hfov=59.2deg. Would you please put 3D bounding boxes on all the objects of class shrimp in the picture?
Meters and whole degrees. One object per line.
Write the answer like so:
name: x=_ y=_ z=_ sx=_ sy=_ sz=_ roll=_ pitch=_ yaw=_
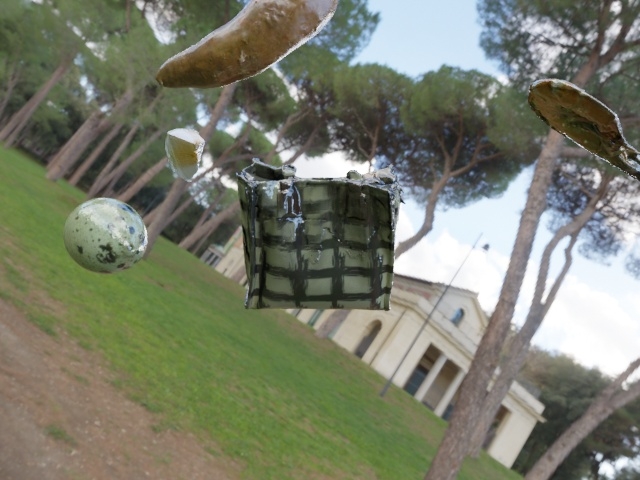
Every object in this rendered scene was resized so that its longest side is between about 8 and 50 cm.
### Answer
shrimp: x=0.547 y=-0.218 z=1.110 sx=0.317 sy=0.062 sz=0.164 roll=37 pitch=1 yaw=-3

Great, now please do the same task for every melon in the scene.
melon: x=-0.392 y=-0.275 z=1.697 sx=0.093 sy=0.139 sz=0.202 roll=12 pitch=-35 yaw=10

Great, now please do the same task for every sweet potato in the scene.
sweet potato: x=-0.098 y=-0.283 z=0.788 sx=0.097 sy=0.292 sz=0.097 roll=59 pitch=3 yaw=-5

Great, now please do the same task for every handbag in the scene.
handbag: x=0.000 y=0.000 z=1.163 sx=0.326 sy=0.162 sz=0.326 roll=1 pitch=-53 yaw=-2

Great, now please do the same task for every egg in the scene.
egg: x=-0.487 y=-0.007 z=1.293 sx=0.228 sy=0.177 sz=0.177 roll=17 pitch=-21 yaw=47
